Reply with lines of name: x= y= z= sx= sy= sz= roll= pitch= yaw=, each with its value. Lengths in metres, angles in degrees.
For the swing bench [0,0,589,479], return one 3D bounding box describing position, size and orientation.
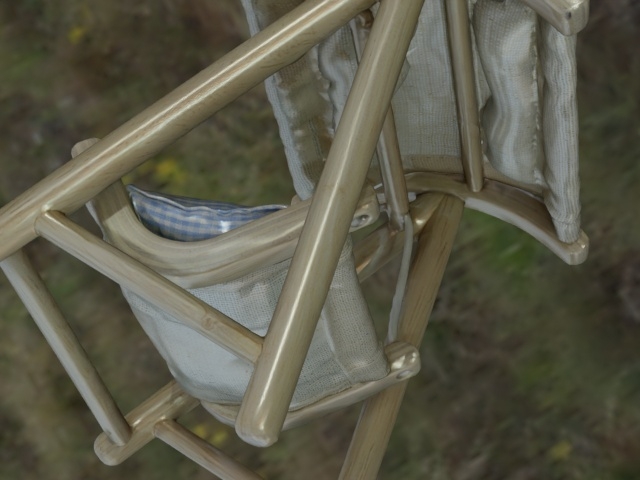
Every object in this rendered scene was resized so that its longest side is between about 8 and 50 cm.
swing bench: x=0.000 y=0.000 z=0.914 sx=0.165 sy=0.254 sz=0.253 roll=30 pitch=161 yaw=21
